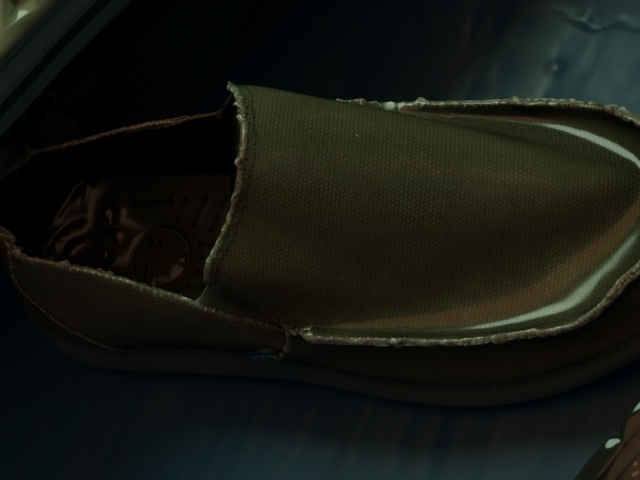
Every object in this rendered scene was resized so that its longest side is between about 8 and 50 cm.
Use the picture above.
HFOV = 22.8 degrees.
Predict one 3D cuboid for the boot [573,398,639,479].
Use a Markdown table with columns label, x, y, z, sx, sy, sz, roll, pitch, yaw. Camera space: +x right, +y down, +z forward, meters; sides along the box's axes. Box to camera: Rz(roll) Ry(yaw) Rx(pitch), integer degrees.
| label | x | y | z | sx | sy | sz | roll | pitch | yaw |
| --- | --- | --- | --- | --- | --- | --- | --- | --- | --- |
| boot | 0.235 | 0.037 | 0.388 | 0.222 | 0.118 | 0.338 | 40 | 99 | 28 |

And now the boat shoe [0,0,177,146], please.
| label | x | y | z | sx | sy | sz | roll | pitch | yaw |
| --- | --- | --- | --- | --- | --- | --- | --- | --- | --- |
| boat shoe | -0.162 | -0.094 | 0.549 | 0.500 | 0.156 | 0.187 | -37 | 91 | -6 |

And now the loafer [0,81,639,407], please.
| label | x | y | z | sx | sy | sz | roll | pitch | yaw |
| --- | --- | --- | --- | --- | --- | --- | --- | --- | --- |
| loafer | 0.000 | 0.000 | 0.506 | 0.251 | 0.087 | 0.094 | -6 | 67 | 21 |

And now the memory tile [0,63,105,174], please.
| label | x | y | z | sx | sy | sz | roll | pitch | yaw |
| --- | --- | --- | --- | --- | --- | --- | --- | --- | --- |
| memory tile | -0.133 | -0.083 | 0.643 | 0.113 | 0.012 | 0.148 | -1 | 68 | 23 |
